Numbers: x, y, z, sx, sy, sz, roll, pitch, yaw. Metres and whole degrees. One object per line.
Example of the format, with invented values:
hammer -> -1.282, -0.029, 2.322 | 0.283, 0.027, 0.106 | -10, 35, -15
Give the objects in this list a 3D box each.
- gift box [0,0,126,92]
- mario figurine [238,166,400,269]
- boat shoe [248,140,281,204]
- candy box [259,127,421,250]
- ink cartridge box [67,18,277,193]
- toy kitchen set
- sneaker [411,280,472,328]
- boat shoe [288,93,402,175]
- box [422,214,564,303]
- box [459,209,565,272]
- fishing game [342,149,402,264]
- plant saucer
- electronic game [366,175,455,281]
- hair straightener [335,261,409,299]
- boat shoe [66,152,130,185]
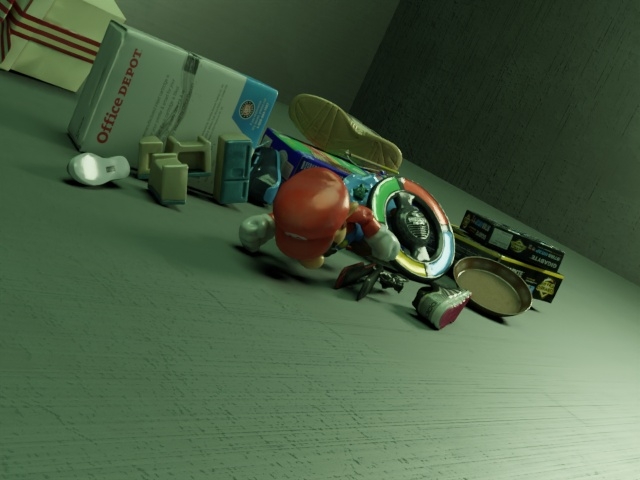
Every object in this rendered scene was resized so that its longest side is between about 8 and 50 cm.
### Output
gift box -> -0.625, -0.484, 2.001 | 0.258, 0.276, 0.255 | 17, 26, -50
mario figurine -> 0.000, 0.000, 1.449 | 0.170, 0.198, 0.320 | 57, 9, 12
boat shoe -> -0.135, -0.153, 1.882 | 0.089, 0.109, 0.258 | 19, 10, -14
candy box -> 0.033, -0.118, 2.029 | 0.317, 0.122, 0.268 | 21, 12, -26
ink cartridge box -> -0.268, -0.233, 1.653 | 0.307, 0.223, 0.129 | 18, 13, -32
toy kitchen set -> -0.198, -0.098, 1.560 | 0.207, 0.122, 0.166 | -5, 26, -28
sneaker -> 0.203, 0.100, 1.546 | 0.074, 0.063, 0.170 | 35, 19, 17
boat shoe -> 0.051, -0.238, 2.071 | 0.285, 0.103, 0.092 | 26, 4, -12
box -> 0.353, 0.033, 2.082 | 0.257, 0.079, 0.322 | 18, 8, -43
box -> 0.422, -0.002, 2.036 | 0.175, 0.051, 0.220 | 21, 7, -10
fishing game -> 0.122, -0.066, 1.857 | 0.189, 0.041, 0.264 | 22, 48, -20
plant saucer -> 0.338, 0.097, 1.816 | 0.168, 0.029, 0.168 | 13, 36, -10
electronic game -> 0.182, -0.025, 1.823 | 0.229, 0.048, 0.229 | 21, 54, -31
hair straightener -> 0.097, 0.073, 1.527 | 0.089, 0.047, 0.230 | 28, 7, 15
boat shoe -> -0.344, -0.106, 1.390 | 0.040, 0.049, 0.142 | -6, 2, 21
